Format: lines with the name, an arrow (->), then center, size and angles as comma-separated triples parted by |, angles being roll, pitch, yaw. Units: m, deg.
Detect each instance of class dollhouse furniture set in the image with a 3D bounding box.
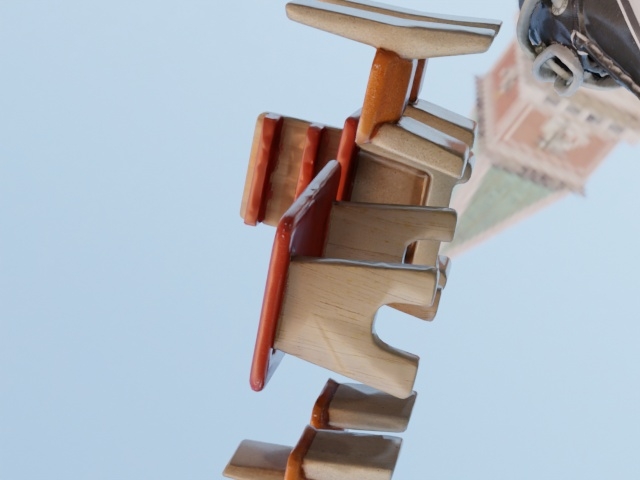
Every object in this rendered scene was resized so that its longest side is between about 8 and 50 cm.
dollhouse furniture set -> 0.000, 0.000, 0.713 | 0.135, 0.262, 0.259 | 13, -165, 7

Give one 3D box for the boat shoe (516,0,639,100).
boat shoe -> 0.146, -0.122, 0.677 | 0.113, 0.105, 0.306 | 6, -132, -40
